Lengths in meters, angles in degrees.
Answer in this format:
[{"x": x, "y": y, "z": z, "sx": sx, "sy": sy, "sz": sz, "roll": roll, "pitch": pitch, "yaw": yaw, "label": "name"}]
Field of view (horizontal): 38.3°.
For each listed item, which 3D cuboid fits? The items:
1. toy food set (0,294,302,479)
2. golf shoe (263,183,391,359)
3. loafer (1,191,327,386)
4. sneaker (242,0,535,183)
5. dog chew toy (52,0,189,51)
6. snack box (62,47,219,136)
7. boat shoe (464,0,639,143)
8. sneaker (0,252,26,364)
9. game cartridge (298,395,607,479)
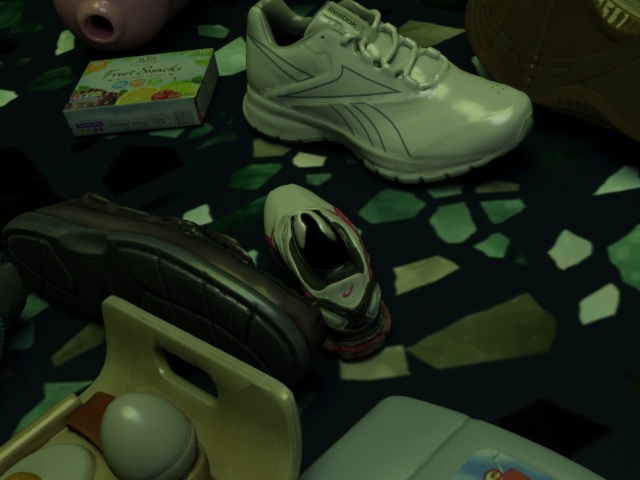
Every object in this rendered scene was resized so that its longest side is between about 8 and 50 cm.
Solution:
[{"x": -0.182, "y": 0.156, "z": 0.507, "sx": 0.306, "sy": 0.092, "sz": 0.219, "roll": -38, "pitch": 33, "yaw": -27, "label": "toy food set"}, {"x": 0.000, "y": 0.000, "z": 0.690, "sx": 0.067, "sy": 0.086, "sz": 0.186, "roll": -22, "pitch": 39, "yaw": -10, "label": "golf shoe"}, {"x": -0.112, "y": 0.016, "z": 0.688, "sx": 0.302, "sy": 0.109, "sz": 0.095, "roll": 15, "pitch": 42, "yaw": 33, "label": "loafer"}, {"x": 0.043, "y": -0.138, "z": 0.810, "sx": 0.297, "sy": 0.129, "sz": 0.111, "roll": 16, "pitch": 45, "yaw": 28, "label": "sneaker"}, {"x": -0.224, "y": -0.348, "z": 1.088, "sx": 0.206, "sy": 0.207, "sz": 0.332, "roll": -4, "pitch": 48, "yaw": 10, "label": "dog chew toy"}, {"x": -0.183, "y": -0.155, "z": 0.960, "sx": 0.141, "sy": 0.037, "sz": 0.100, "roll": -4, "pitch": 39, "yaw": 10, "label": "snack box"}, {"x": 0.256, "y": -0.152, "z": 0.801, "sx": 0.110, "sy": 0.122, "sz": 0.341, "roll": 8, "pitch": 28, "yaw": -39, "label": "boat shoe"}, {"x": -0.388, "y": 0.031, "z": 0.639, "sx": 0.340, "sy": 0.125, "sz": 0.140, "roll": 17, "pitch": 50, "yaw": -12, "label": "sneaker"}, {"x": 0.091, "y": 0.198, "z": 0.456, "sx": 0.297, "sy": 0.062, "sz": 0.198, "roll": 27, "pitch": 57, "yaw": 38, "label": "game cartridge"}]
